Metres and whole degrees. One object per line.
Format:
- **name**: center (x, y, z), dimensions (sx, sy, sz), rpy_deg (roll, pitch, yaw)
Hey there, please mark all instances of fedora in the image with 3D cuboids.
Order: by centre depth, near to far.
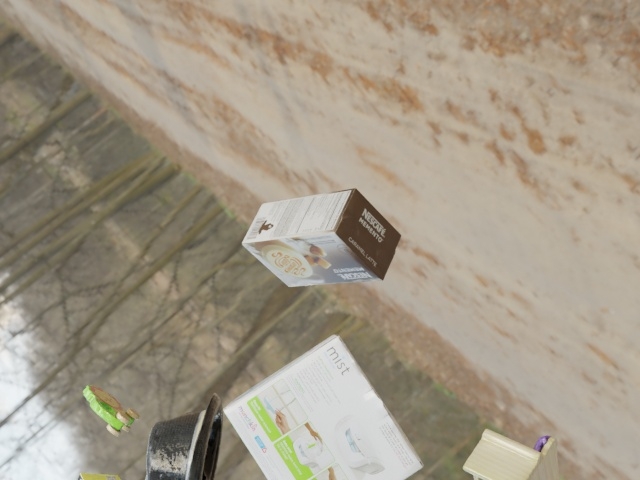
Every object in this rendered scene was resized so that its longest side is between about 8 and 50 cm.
- **fedora**: center (-0.334, 0.513, 2.284), dimensions (0.153, 0.334, 0.334), rpy_deg (8, 164, 2)

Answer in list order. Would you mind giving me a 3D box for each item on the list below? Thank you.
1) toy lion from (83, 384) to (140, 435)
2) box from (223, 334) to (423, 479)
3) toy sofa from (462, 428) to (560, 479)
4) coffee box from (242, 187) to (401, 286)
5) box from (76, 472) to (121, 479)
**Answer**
- **toy lion**: center (-0.337, 0.263, 1.504), dimensions (0.096, 0.034, 0.100), rpy_deg (37, 178, 5)
- **box**: center (0.004, 0.326, 1.602), dimensions (0.262, 0.231, 0.127), rpy_deg (56, 175, 3)
- **toy sofa**: center (0.466, 0.595, 2.254), dimensions (0.150, 0.177, 0.362), rpy_deg (19, 144, 36)
- **coffee box**: center (0.000, 0.000, 1.675), dimensions (0.247, 0.098, 0.141), rpy_deg (-6, 140, 46)
- **box**: center (-0.447, 0.544, 1.769), dimensions (0.087, 0.232, 0.058), rpy_deg (15, -162, -39)
